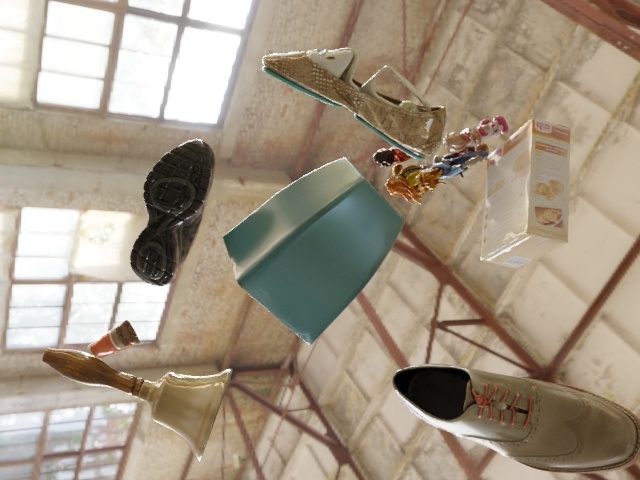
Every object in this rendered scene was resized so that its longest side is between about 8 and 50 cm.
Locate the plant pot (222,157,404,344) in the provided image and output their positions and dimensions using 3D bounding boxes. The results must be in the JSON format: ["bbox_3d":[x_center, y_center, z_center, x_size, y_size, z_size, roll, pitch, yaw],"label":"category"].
[{"bbox_3d":[0.000,0.000,1.061,0.234,0.166,0.165,-42,-151,6],"label":"plant pot"}]

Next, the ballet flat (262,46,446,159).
[{"bbox_3d":[0.040,-0.160,0.716,0.067,0.206,0.073,-61,-177,21],"label":"ballet flat"}]

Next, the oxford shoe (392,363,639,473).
[{"bbox_3d":[0.259,0.245,0.960,0.348,0.130,0.123,2,-108,35],"label":"oxford shoe"}]

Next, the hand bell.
[{"bbox_3d":[-0.252,0.194,0.913,0.126,0.242,0.126,-161,-90,-86],"label":"hand bell"}]

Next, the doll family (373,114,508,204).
[{"bbox_3d":[0.207,-0.130,1.209,0.263,0.163,0.118,-6,-74,52],"label":"doll family"}]

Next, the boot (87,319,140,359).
[{"bbox_3d":[-0.444,0.216,1.475,0.059,0.084,0.158,59,2,4],"label":"boot"}]

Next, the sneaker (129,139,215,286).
[{"bbox_3d":[-0.253,-0.059,1.222,0.286,0.109,0.130,-61,178,28],"label":"sneaker"}]

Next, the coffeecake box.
[{"bbox_3d":[0.311,-0.069,1.048,0.142,0.068,0.186,130,-29,-67],"label":"coffeecake box"}]
